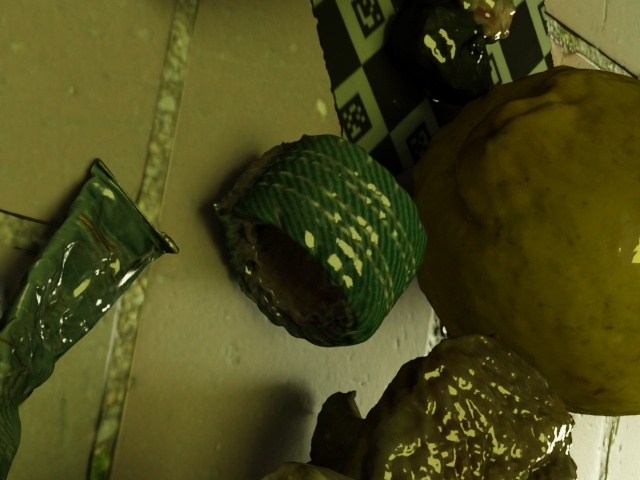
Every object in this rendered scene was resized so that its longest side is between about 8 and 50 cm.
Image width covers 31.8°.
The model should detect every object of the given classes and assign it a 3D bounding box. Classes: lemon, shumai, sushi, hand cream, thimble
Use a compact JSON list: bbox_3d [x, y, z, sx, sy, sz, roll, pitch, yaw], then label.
[{"bbox_3d":[0.221,0.011,0.907,0.316,0.285,0.285,47,55,-12],"label":"lemon"},{"bbox_3d":[0.070,0.168,0.803,0.206,0.176,0.166,-31,92,-34],"label":"shumai"},{"bbox_3d":[0.122,-0.236,0.938,0.339,0.069,0.320,-27,111,-44],"label":"sushi"},{"bbox_3d":[-0.152,0.057,0.631,0.248,0.052,0.075,-63,151,-43],"label":"hand cream"},{"bbox_3d":[0.002,0.002,0.774,0.090,0.118,0.135,-51,126,-35],"label":"thimble"}]

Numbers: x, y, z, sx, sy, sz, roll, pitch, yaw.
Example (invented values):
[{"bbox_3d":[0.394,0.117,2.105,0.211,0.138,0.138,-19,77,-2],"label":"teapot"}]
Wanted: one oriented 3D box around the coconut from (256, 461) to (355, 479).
[{"bbox_3d":[-0.018,0.300,0.561,0.405,0.405,0.404,-2,92,-48],"label":"coconut"}]
